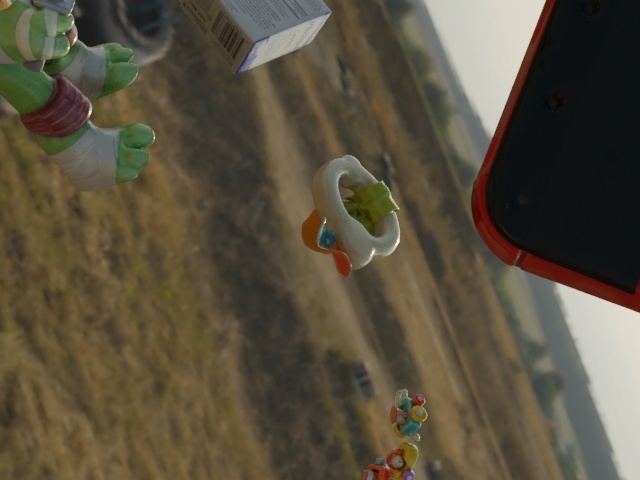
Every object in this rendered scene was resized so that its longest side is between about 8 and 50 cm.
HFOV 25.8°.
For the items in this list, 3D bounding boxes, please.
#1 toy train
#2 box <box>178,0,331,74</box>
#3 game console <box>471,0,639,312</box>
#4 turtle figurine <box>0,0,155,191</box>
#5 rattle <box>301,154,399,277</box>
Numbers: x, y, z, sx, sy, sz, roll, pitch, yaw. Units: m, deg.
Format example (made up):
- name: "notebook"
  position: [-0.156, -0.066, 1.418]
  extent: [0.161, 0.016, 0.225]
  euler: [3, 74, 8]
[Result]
- name: "toy train"
  position: [0.101, 0.298, 2.058]
  extent: [0.125, 0.046, 0.166]
  euler: [2, -103, 65]
- name: "box"
  position: [-0.082, -0.291, 1.744]
  extent: [0.126, 0.137, 0.072]
  euler: [52, -38, 13]
- name: "game console"
  position: [0.348, -0.117, 1.269]
  extent: [0.060, 0.342, 0.386]
  euler: [69, 42, -82]
- name: "turtle figurine"
  position: [-0.185, -0.172, 0.948]
  extent: [0.198, 0.274, 0.266]
  euler: [32, -10, 37]
- name: "rattle"
  position: [0.000, 0.000, 1.549]
  extent: [0.130, 0.143, 0.199]
  euler: [60, 29, -27]
